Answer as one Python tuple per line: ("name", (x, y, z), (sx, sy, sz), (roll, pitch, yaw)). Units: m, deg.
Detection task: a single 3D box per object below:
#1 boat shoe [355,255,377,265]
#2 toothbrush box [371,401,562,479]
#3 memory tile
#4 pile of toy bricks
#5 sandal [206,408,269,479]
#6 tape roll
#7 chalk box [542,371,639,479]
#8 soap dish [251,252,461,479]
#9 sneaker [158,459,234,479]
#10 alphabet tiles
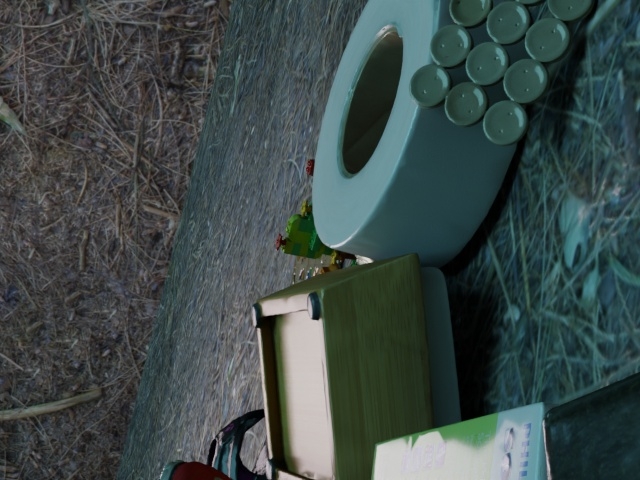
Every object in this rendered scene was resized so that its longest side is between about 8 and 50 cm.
("boat shoe", (0.077, 0.038, 1.273), (0.152, 0.056, 0.049), (-131, 30, -65))
("toothbrush box", (0.121, 0.225, 0.793), (0.283, 0.122, 0.206), (137, 142, -69))
("memory tile", (0.144, -0.157, 1.015), (0.148, 0.113, 0.012), (-62, -28, 3))
("pile of toy bricks", (0.000, 0.000, 1.483), (0.118, 0.105, 0.212), (-118, 41, -68))
("sandal", (-0.105, 0.353, 1.629), (0.167, 0.107, 0.445), (-115, 38, -67))
("tape roll", (0.089, -0.118, 1.189), (0.286, 0.100, 0.286), (-164, 90, -74))
("chalk box", (0.192, 0.175, 0.353), (0.180, 0.179, 0.289), (-35, 43, 43))
("soap dish", (0.025, 0.137, 1.162), (0.291, 0.118, 0.228), (163, 103, -73))
("sneaker", (-0.045, 0.269, 1.177), (0.118, 0.279, 0.107), (-21, 51, 26))
("alphabet tiles", (-0.002, 0.013, 1.686), (0.237, 0.009, 0.198), (176, 104, -76))
